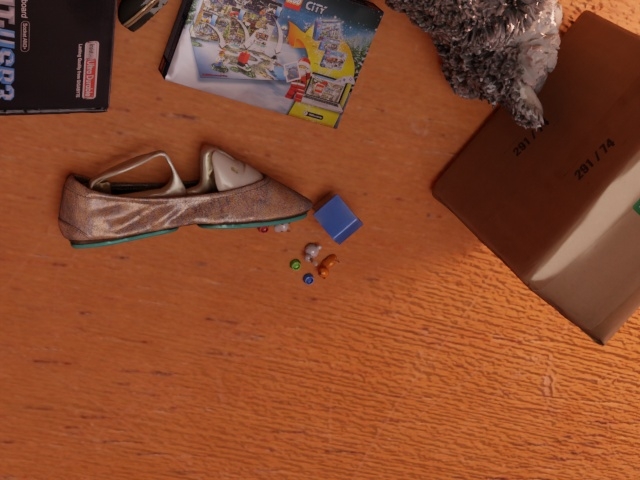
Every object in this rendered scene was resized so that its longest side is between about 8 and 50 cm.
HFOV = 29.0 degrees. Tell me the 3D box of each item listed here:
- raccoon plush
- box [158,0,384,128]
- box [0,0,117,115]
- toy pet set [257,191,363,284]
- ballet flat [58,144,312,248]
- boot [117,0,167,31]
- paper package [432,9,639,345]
[{"bbox_3d":[0.098,-0.269,1.444,0.447,0.216,0.299,-6,123,-14],"label":"raccoon plush"},{"bbox_3d":[-0.058,-0.241,1.488,0.233,0.044,0.159,14,110,-25],"label":"box"},{"bbox_3d":[-0.364,-0.259,1.305,0.293,0.073,0.295,-2,138,-17],"label":"box"},{"bbox_3d":[0.000,0.000,1.620,0.114,0.065,0.122,-40,122,4],"label":"toy pet set"},{"bbox_3d":[-0.163,-0.060,1.516,0.316,0.107,0.106,-8,105,-16],"label":"ballet flat"},{"bbox_3d":[-0.202,-0.347,1.377,0.137,0.077,0.198,34,88,-25],"label":"boot"},{"bbox_3d":[0.345,-0.085,1.553,0.168,0.309,0.325,36,99,-30],"label":"paper package"}]
